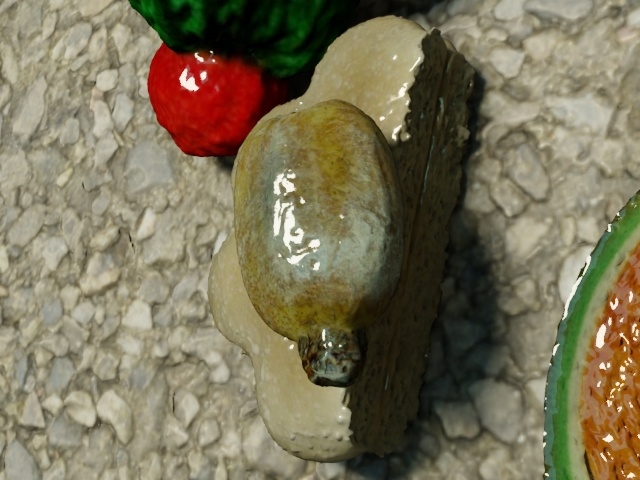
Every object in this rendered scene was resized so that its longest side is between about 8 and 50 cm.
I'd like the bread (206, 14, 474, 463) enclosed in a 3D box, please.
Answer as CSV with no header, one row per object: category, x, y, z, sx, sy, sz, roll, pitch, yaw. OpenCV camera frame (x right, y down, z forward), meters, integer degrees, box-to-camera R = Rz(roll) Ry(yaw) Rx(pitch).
bread,0.003,-0.007,0.699,0.183,0.102,0.337,6,80,33

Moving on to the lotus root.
lotus root,0.000,0.000,0.585,0.113,0.088,0.192,-14,67,23

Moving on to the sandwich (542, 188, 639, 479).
sandwich,0.215,0.082,0.564,0.159,0.079,0.235,-7,77,20

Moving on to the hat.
hat,-0.069,-0.217,0.721,0.274,0.242,0.332,15,110,-4
